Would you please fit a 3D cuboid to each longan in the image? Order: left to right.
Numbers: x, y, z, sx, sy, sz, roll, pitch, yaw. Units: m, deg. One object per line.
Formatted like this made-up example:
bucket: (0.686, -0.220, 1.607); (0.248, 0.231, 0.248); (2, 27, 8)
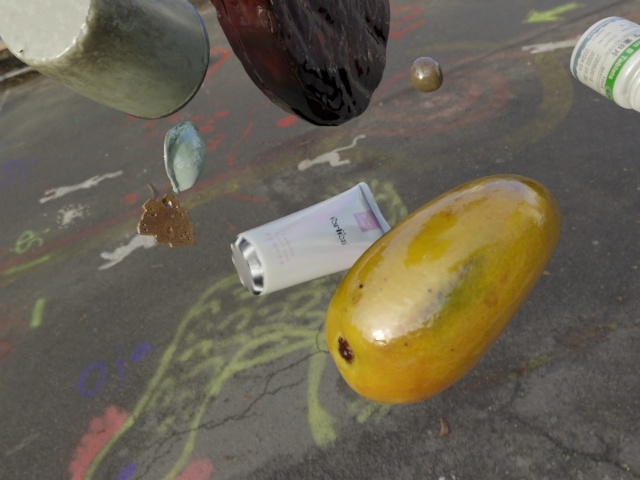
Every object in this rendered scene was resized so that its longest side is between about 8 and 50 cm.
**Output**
longan: (0.316, -0.492, 1.494); (0.113, 0.113, 0.092); (-46, 13, -33)

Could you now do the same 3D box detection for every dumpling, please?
dumpling: (-0.408, -0.247, 1.465); (0.105, 0.149, 0.216); (-6, 66, 47)

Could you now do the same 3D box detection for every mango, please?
mango: (0.202, 0.066, 0.795); (0.446, 0.300, 0.232); (-39, 58, -7)

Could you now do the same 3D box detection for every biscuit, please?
biscuit: (-0.307, -0.032, 1.027); (0.019, 0.130, 0.119); (-13, 35, 51)
biscuit: (-0.016, -0.339, 0.590); (0.091, 0.407, 0.407); (2, 40, 24)

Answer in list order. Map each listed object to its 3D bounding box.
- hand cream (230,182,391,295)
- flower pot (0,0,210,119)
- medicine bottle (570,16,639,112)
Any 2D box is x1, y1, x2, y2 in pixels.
hand cream: (0.000, 0.000, 0.999); (0.359, 0.118, 0.185); (-20, 75, -32)
flower pot: (-0.424, -0.414, 1.007); (0.294, 0.293, 0.330); (-7, 2, 14)
medicine bottle: (0.605, -0.321, 0.958); (0.139, 0.139, 0.236); (-20, 45, -3)
